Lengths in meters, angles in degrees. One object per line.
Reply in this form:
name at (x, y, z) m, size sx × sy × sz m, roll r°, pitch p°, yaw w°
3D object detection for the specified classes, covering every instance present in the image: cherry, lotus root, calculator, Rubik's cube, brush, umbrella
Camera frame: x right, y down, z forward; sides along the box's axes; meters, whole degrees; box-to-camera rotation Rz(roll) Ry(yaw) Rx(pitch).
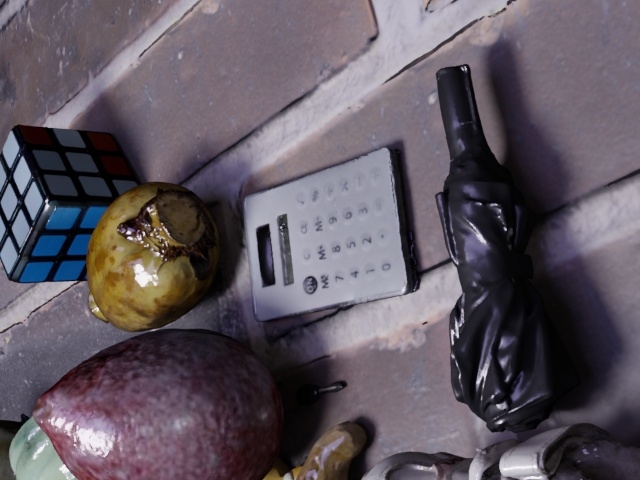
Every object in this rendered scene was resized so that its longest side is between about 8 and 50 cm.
cherry at (-0.171, 0.199, 1.161) m, size 0.230 × 0.300 × 0.203 m, roll -140°, pitch 55°, yaw -62°
lotus root at (-0.217, 0.025, 1.305) m, size 0.314 × 0.141 × 0.169 m, roll -38°, pitch 60°, yaw 51°
calculator at (0.000, 0.000, 1.155) m, size 0.262 × 0.021 × 0.161 m, roll -16°, pitch 77°, yaw 46°
Rubik's cube at (-0.361, -0.048, 1.447) m, size 0.160 × 0.162 × 0.163 m, roll -55°, pitch 51°, yaw 31°
brush at (-0.001, 0.171, 1.163) m, size 0.083 × 0.008 × 0.024 m, roll -22°, pitch 70°, yaw 46°
umbrella at (0.148, 0.002, 0.932) m, size 0.118 × 0.118 × 0.340 m, roll -22°, pitch 73°, yaw 45°

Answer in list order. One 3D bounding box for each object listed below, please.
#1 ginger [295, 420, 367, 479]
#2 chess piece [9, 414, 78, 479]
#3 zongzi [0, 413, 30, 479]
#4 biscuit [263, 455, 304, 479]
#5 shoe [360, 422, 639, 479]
ginger at (0.014, 0.371, 1.079) m, size 0.166 × 0.080 × 0.333 m, roll -22°, pitch 77°, yaw 17°
chess piece at (-0.247, 0.342, 1.314) m, size 0.299 × 0.194 × 0.194 m, roll 50°, pitch 124°, yaw 26°
zongzi at (-0.527, 0.488, 1.619) m, size 0.432 × 0.208 × 0.403 m, roll -26°, pitch 64°, yaw 57°
biscuit at (-0.040, 0.368, 1.185) m, size 0.158 × 0.035 × 0.240 m, roll -6°, pitch 85°, yaw 50°
shoe at (0.187, 0.233, 0.832) m, size 0.351 × 0.172 × 0.198 m, roll 22°, pitch 116°, yaw 33°
